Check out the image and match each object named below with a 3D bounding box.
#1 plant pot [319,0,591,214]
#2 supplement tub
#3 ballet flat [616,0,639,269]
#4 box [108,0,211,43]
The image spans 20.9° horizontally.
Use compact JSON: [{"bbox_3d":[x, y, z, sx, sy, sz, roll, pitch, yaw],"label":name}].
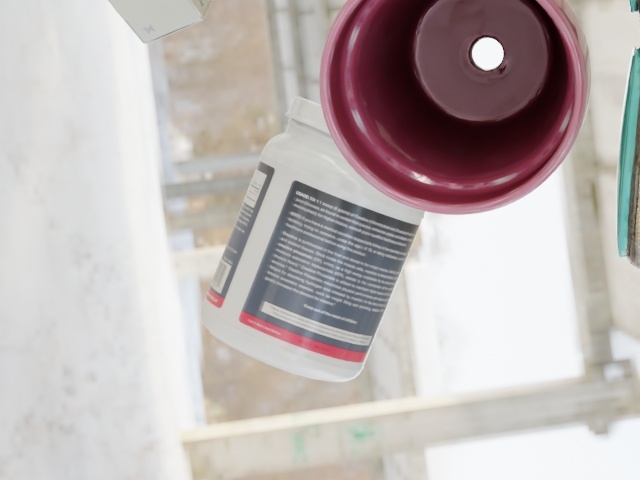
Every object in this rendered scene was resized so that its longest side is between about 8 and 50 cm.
[{"bbox_3d":[0.115,-0.135,1.362,0.180,0.201,0.201,-48,134,-70],"label":"plant pot"},{"bbox_3d":[0.000,0.000,1.882,0.191,0.191,0.272,-130,-118,-80],"label":"supplement tub"},{"bbox_3d":[0.246,-0.133,1.129,0.107,0.106,0.316,-50,140,-74],"label":"ballet flat"},{"bbox_3d":[-0.159,-0.360,1.995,0.113,0.094,0.275,51,38,-31],"label":"box"}]
